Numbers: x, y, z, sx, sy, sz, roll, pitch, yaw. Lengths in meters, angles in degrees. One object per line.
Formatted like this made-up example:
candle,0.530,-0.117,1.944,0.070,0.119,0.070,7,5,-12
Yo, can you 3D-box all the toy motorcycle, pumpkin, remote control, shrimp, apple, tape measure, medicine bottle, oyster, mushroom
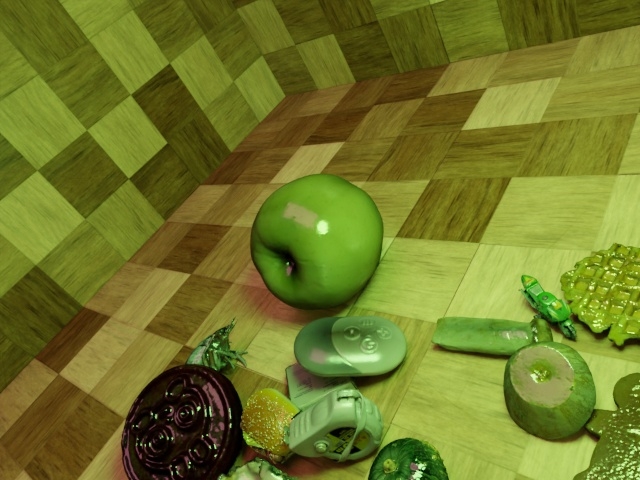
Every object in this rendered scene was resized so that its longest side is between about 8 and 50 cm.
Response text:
toy motorcycle,0.583,0.171,1.259,0.074,0.106,0.190,-31,35,1
pumpkin,0.483,0.316,1.088,0.217,0.110,0.217,-32,41,34
pumpkin,0.194,0.530,1.085,0.190,0.146,0.190,-20,36,15
remote control,0.086,0.306,1.437,0.331,0.104,0.221,-4,32,3
shrimp,-0.402,0.449,1.680,0.410,0.166,0.221,-41,9,-20
apple,0.000,0.000,1.658,0.473,0.474,0.474,-22,35,16
tape measure,0.056,0.470,1.231,0.236,0.197,0.120,-43,24,22
medicine bottle,-0.004,0.416,1.479,0.201,0.052,0.171,-28,33,5
oyster,-0.168,0.658,1.278,0.259,0.092,0.198,-29,34,17
mushroom,0.449,0.252,1.297,0.312,0.081,0.100,-6,40,41

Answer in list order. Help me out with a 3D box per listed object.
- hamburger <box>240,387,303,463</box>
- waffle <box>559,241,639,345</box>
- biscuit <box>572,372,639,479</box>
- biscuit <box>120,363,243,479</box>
hamburger,-0.133,0.515,1.370,0.210,0.116,0.173,24,90,45
waffle,0.773,0.117,1.204,0.324,0.068,0.302,-20,34,11
biscuit,0.629,0.402,0.979,0.196,0.049,0.302,1,47,42
biscuit,-0.423,0.571,1.472,0.407,0.091,0.408,-9,59,15
